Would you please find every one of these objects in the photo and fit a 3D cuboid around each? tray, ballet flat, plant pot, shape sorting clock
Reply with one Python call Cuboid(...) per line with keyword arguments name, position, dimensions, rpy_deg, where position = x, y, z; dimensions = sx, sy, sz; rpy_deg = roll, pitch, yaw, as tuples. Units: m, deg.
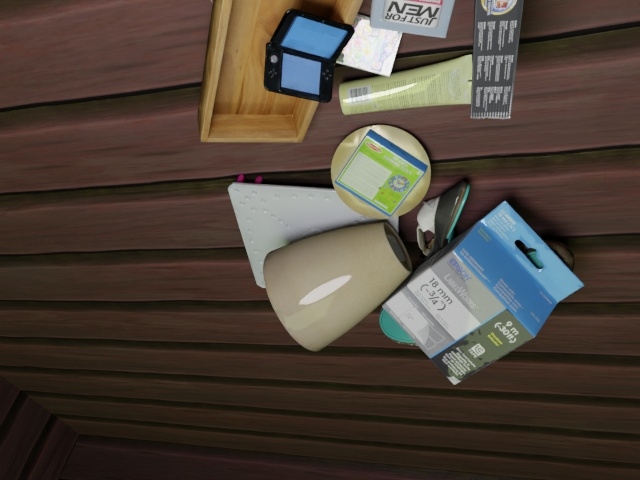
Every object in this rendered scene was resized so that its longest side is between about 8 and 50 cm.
Cuboid(name="tray", position=(-0.081, -0.310, 0.928), dimensions=(0.202, 0.076, 0.411), rpy_deg=(-4, 156, -20))
Cuboid(name="ballet flat", position=(0.372, 0.128, 1.339), dimensions=(0.482, 0.182, 0.164), rpy_deg=(-28, 82, 33))
Cuboid(name="ballet flat", position=(0.262, -0.029, 1.254), dimensions=(0.096, 0.095, 0.281), rpy_deg=(17, 142, 16))
Cuboid(name="plant pot", position=(0.057, 0.077, 1.264), dimensions=(0.273, 0.257, 0.256), rpy_deg=(-28, 126, 20))
Cuboid(name="shape sorting clock", position=(0.124, -0.140, 1.166), dimensions=(0.206, 0.040, 0.206), rpy_deg=(7, 123, 10))

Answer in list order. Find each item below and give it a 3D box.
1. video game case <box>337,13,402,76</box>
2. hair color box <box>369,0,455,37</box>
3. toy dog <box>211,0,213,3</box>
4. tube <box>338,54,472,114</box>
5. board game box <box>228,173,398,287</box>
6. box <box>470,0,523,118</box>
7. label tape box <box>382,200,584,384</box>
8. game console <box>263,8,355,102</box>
Cuboid(name="video game case", position=(0.073, -0.342, 0.975), dimensions=(0.121, 0.011, 0.087), rpy_deg=(15, 119, 0))
Cuboid(name="hair color box", position=(0.145, -0.471, 0.688), dimensions=(0.113, 0.186, 0.375), rpy_deg=(10, 141, 4))
Cuboid(name="toy dog", position=(-0.180, -0.460, 0.819), dimensions=(0.333, 0.161, 0.220), rpy_deg=(1, 139, 15))
Cuboid(name="tube", position=(0.156, -0.274, 1.024), dimensions=(0.240, 0.062, 0.070), rpy_deg=(-5, 171, 16))
Cuboid(name="board game box", position=(0.000, 0.000, 1.395), dimensions=(0.389, 0.050, 0.390), rpy_deg=(5, 140, 12))
Cuboid(name="box", position=(0.245, -0.343, 0.785), dimensions=(0.060, 0.216, 0.270), rpy_deg=(2, 138, 14))
Cuboid(name="label tape box", position=(0.329, 0.117, 1.182), dimensions=(0.241, 0.106, 0.333), rpy_deg=(47, 124, 2))
Cuboid(name="game console", position=(-0.016, -0.276, 0.859), dimensions=(0.122, 0.108, 0.071), rpy_deg=(4, -179, -31))
